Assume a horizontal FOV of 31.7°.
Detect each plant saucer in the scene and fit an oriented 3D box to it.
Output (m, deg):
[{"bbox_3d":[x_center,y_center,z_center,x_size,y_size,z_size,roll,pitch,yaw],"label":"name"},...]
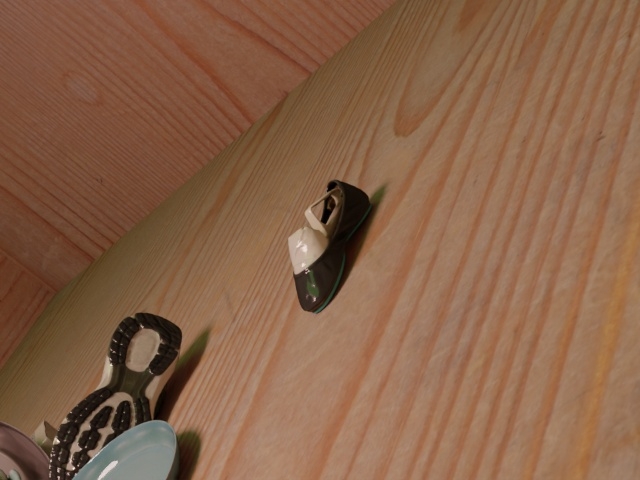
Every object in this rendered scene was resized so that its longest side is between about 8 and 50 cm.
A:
[{"bbox_3d":[-0.331,0.422,1.769,0.317,0.044,0.318,-36,22,17],"label":"plant saucer"}]

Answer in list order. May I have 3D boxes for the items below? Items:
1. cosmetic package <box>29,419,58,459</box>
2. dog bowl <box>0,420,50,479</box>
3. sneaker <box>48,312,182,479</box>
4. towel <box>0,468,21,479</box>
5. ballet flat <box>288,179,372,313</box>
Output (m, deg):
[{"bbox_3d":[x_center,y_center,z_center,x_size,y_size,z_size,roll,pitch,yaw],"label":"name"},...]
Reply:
[{"bbox_3d":[-0.569,0.506,2.133,0.296,0.129,0.153,-51,14,-5],"label":"cosmetic package"},{"bbox_3d":[-0.620,0.477,1.980,0.349,0.348,0.102,-51,4,-7],"label":"dog bowl"},{"bbox_3d":[-0.363,0.335,2.062,0.182,0.158,0.410,102,-170,-48],"label":"sneaker"},{"bbox_3d":[-0.541,0.549,1.743,0.321,0.090,0.374,-63,25,1],"label":"towel"},{"bbox_3d":[0.000,0.000,1.846,0.095,0.096,0.280,-36,20,39],"label":"ballet flat"}]
